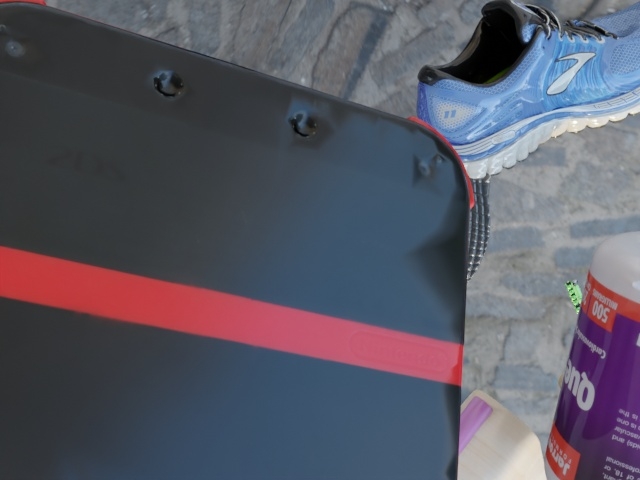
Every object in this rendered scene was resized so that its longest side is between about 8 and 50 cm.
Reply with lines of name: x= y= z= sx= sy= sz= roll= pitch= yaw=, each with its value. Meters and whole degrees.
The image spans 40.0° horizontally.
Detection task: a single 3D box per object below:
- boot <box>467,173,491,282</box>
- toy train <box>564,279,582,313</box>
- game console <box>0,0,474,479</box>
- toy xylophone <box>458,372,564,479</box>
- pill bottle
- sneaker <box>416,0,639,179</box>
boot: x=0.229 y=-0.079 z=1.492 sx=0.118 sy=0.222 sz=0.338 roll=17 pitch=102 yaw=-1
toy train: x=0.475 y=0.106 z=1.626 sx=0.024 sy=0.017 sz=0.083 roll=-24 pitch=116 yaw=7
game console: x=-0.079 y=0.041 z=0.555 sx=0.387 sy=0.060 sz=0.341 roll=14 pitch=71 yaw=-20
toy xylophone: x=0.227 y=0.277 z=1.083 sx=0.236 sy=0.081 sz=0.322 roll=-44 pitch=147 yaw=-20
pill bottle: x=0.325 y=0.164 z=0.856 sx=0.182 sy=0.181 sz=0.322 roll=7 pitch=106 yaw=-3
sneaker: x=0.244 y=-0.189 z=0.919 sx=0.330 sy=0.130 sz=0.147 roll=-27 pitch=122 yaw=-16
